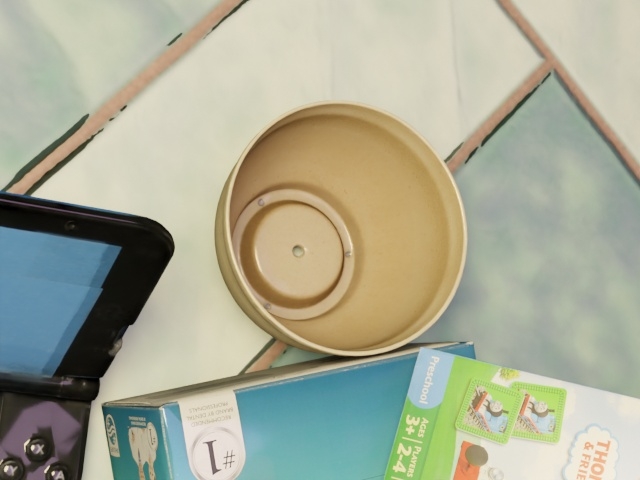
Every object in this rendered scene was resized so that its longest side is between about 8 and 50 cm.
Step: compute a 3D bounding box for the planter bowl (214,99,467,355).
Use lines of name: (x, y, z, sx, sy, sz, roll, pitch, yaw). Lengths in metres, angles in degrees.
planter bowl: (0.000, 0.000, 0.864, 0.162, 0.109, 0.162, 4, 78, -21)

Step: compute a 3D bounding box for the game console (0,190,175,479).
game console: (-0.250, 0.098, 0.707, 0.293, 0.173, 0.250, 10, 80, -23)

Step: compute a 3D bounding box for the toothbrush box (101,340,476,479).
toothbrush box: (0.003, 0.226, 0.834, 0.216, 0.126, 0.295, -10, 88, -26)

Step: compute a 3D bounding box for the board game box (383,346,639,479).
board game box: (0.138, 0.161, 0.744, 0.211, 0.039, 0.160, 12, 75, 18)
